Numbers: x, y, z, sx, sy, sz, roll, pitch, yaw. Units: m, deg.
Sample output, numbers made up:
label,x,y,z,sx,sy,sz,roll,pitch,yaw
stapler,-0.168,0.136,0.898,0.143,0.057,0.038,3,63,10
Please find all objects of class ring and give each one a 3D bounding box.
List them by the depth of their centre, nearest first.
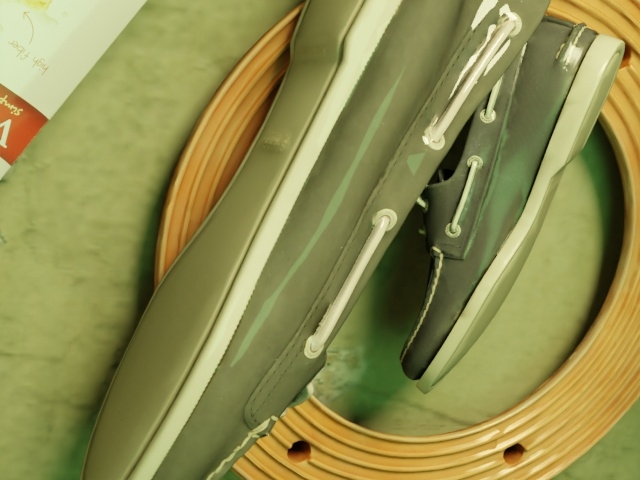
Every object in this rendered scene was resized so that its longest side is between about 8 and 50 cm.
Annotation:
label,x,y,z,sx,sy,sz,roll,pitch,yaw
ring,0.071,0.005,0.661,0.336,0.032,0.336,-8,111,-20

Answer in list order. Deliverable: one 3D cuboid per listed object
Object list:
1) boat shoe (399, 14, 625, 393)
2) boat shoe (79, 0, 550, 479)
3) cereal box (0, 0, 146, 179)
label,x,y,z,sx,sy,sz,roll,pitch,yaw
boat shoe,0.082,-0.020,0.617,0.065,0.075,0.206,29,105,15
boat shoe,0.000,0.000,0.550,0.095,0.112,0.335,26,94,-23
cereal box,-0.136,-0.163,0.504,0.173,0.047,0.240,38,92,-28
